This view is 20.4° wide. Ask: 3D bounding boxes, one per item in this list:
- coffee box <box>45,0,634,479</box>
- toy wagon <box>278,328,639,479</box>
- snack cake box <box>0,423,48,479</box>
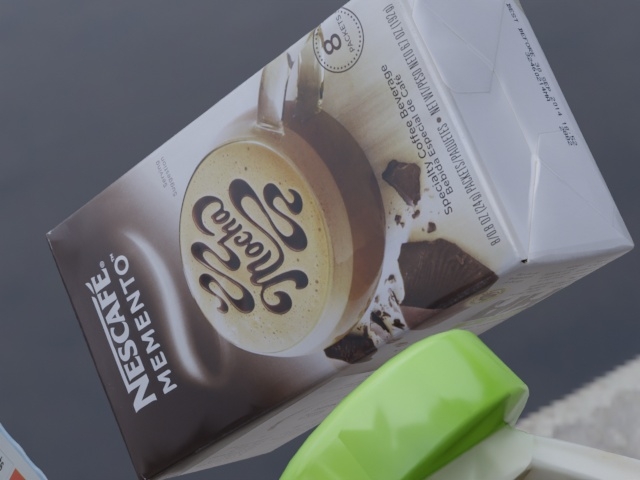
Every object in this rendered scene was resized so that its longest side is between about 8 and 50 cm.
[{"bbox_3d":[0.000,0.000,0.992,0.119,0.297,0.168,-8,69,-51],"label":"coffee box"},{"bbox_3d":[0.084,0.132,0.288,0.267,0.068,0.344,44,37,17],"label":"toy wagon"},{"bbox_3d":[-0.171,0.138,0.657,0.089,0.264,0.152,15,66,17],"label":"snack cake box"}]
